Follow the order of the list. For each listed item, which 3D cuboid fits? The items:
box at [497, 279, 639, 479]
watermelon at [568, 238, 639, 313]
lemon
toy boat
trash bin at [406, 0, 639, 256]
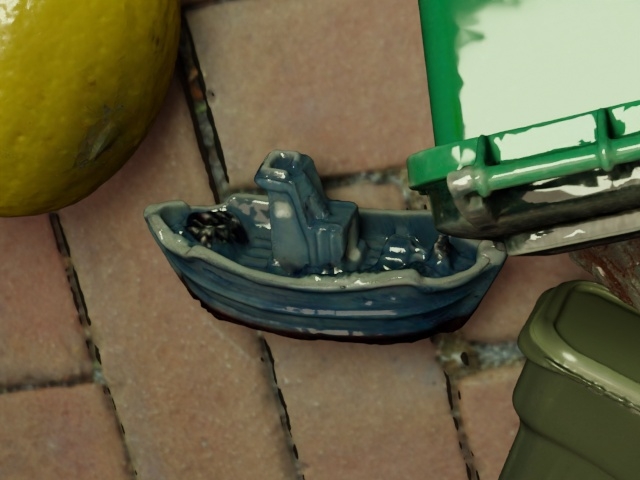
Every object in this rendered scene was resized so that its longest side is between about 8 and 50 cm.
[{"bbox_3d":[0.261,0.171,1.083,0.274,0.138,0.178,27,120,11],"label":"box"},{"bbox_3d":[0.238,0.007,1.048,0.139,0.071,0.187,-12,77,46],"label":"watermelon"},{"bbox_3d":[-0.237,-0.158,1.097,0.260,0.260,0.284,13,124,17],"label":"lemon"},{"bbox_3d":[0.000,0.000,1.121,0.309,0.129,0.142,7,125,18],"label":"toy boat"},{"bbox_3d":[0.164,-0.189,0.883,0.259,0.295,0.381,-13,85,18],"label":"trash bin"}]
